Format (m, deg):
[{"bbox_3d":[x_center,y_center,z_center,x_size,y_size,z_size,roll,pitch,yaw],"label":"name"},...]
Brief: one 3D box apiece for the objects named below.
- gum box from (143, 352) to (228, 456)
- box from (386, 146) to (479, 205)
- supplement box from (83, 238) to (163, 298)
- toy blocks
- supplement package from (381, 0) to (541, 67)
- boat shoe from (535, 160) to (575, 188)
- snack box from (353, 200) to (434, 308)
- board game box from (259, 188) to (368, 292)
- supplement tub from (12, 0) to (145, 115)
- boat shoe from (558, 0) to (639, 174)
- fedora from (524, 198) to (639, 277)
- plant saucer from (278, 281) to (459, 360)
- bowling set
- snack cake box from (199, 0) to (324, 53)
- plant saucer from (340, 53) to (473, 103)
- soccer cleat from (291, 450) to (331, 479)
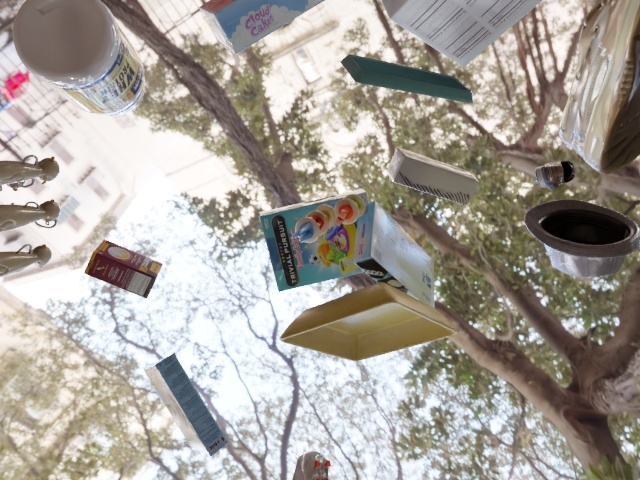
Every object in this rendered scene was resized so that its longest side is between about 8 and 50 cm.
[{"bbox_3d":[-0.255,0.304,0.856,0.041,0.184,0.157,-30,178,-33],"label":"gum box"},{"bbox_3d":[0.365,-0.209,1.505,0.113,0.275,0.094,-101,-151,-62],"label":"box"},{"bbox_3d":[-0.578,0.083,1.365,0.081,0.188,0.104,-59,-163,17],"label":"supplement box"},{"bbox_3d":[0.015,-0.040,0.913,0.123,0.054,0.148,-19,-170,27],"label":"toy blocks"},{"bbox_3d":[0.264,-0.532,0.933,0.198,0.262,0.199,-37,-122,39],"label":"supplement package"},{"bbox_3d":[0.582,-0.160,1.123,0.066,0.066,0.183,-12,-175,39],"label":"boat shoe"},{"bbox_3d":[0.214,0.058,1.273,0.060,0.322,0.187,-22,-137,35],"label":"snack box"},{"bbox_3d":[0.000,0.000,1.457,0.336,0.254,0.079,-14,-165,-3],"label":"board game box"},{"bbox_3d":[-0.585,-0.455,1.169,0.228,0.228,0.316,-39,-177,-5],"label":"supplement tub"},{"bbox_3d":[0.320,-0.214,0.483,0.109,0.302,0.098,-22,-134,-10],"label":"boat shoe"},{"bbox_3d":[0.667,0.007,1.185,0.243,0.124,0.275,-18,-151,-15],"label":"fedora"},{"bbox_3d":[0.122,0.204,1.145,0.333,0.333,0.081,-25,-126,31],"label":"plant saucer"},{"bbox_3d":[-0.641,-0.086,0.927,0.287,0.200,0.154,-59,164,24],"label":"bowling set"},{"bbox_3d":[-0.107,-0.505,0.961,0.264,0.089,0.152,-33,-140,-5],"label":"snack cake box"},{"bbox_3d":[0.124,-0.224,0.638,0.067,0.192,0.018,-113,-145,-43],"label":"plant saucer"},{"bbox_3d":[-0.023,0.479,0.815,0.076,0.068,0.196,-24,-130,42],"label":"soccer cleat"}]
